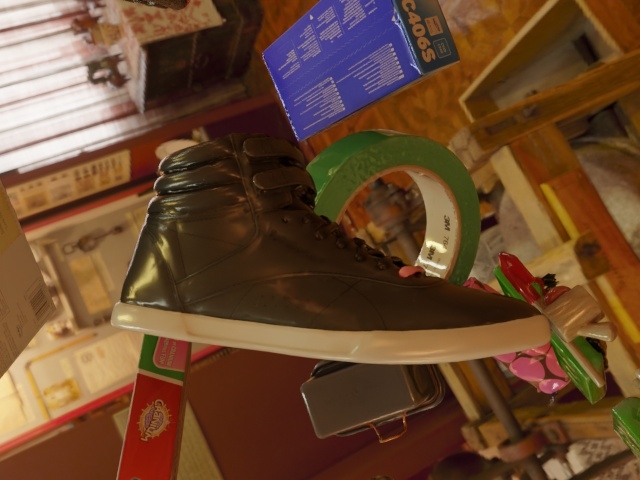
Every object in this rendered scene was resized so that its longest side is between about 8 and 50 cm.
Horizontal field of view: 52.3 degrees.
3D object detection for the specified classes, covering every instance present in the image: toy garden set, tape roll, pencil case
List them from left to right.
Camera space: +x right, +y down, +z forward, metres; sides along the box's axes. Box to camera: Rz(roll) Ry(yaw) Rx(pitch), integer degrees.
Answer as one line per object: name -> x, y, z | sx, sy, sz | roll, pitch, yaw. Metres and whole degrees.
tape roll -> 0.093, 0.000, 0.963 | 0.077, 0.321, 0.321 | 26, 135, 56
pencil case -> 0.282, 0.146, 0.977 | 0.209, 0.095, 0.098 | 36, 139, -1
toy garden set -> 0.218, 0.096, 0.464 | 0.244, 0.049, 0.204 | 55, -174, 33

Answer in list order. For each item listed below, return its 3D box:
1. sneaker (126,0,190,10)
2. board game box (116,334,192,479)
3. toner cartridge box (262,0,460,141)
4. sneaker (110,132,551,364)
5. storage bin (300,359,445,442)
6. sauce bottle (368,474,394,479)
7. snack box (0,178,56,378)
sneaker -> -0.259, -0.353, 0.750 | 0.314, 0.116, 0.136 | 19, 105, 29
board game box -> -0.235, 0.278, 0.943 | 0.242, 0.064, 0.316 | 106, 167, -50
toner cartridge box -> 0.042, -0.272, 0.967 | 0.348, 0.075, 0.165 | -12, 104, 60
sneaker -> 0.000, 0.000, 0.432 | 0.104, 0.296, 0.146 | 21, -106, -71
storage bin -> 0.048, 0.154, 0.649 | 0.098, 0.135, 0.091 | 70, -165, 10
sauce bottle -> 0.193, 0.495, 1.019 | 0.344, 0.111, 0.111 | 19, 129, 51
snack box -> -0.363, -0.002, 0.591 | 0.187, 0.060, 0.321 | -72, -22, -55
